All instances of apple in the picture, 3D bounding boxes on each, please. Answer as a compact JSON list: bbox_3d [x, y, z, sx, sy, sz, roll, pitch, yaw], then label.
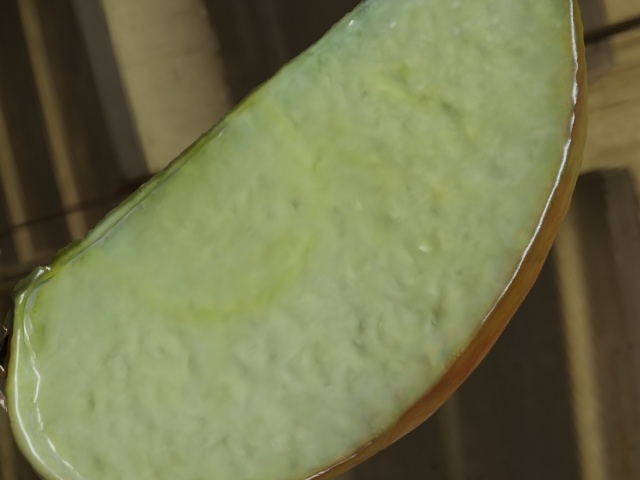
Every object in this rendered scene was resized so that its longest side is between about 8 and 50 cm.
[{"bbox_3d":[0.000,0.000,0.794,0.179,0.346,0.254,46,5,-31],"label":"apple"}]

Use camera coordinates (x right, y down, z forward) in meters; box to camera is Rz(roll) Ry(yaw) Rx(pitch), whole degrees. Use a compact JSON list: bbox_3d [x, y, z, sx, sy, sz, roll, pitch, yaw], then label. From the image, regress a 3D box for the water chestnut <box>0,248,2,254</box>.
[{"bbox_3d":[-0.351,-0.004,1.160,0.300,0.300,0.300,32,-49,47],"label":"water chestnut"}]
